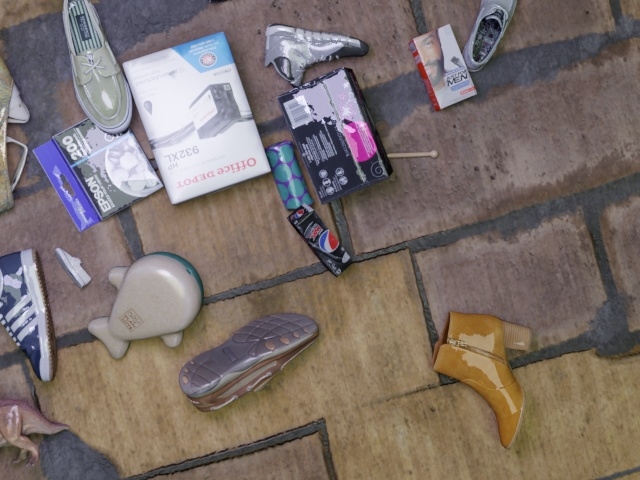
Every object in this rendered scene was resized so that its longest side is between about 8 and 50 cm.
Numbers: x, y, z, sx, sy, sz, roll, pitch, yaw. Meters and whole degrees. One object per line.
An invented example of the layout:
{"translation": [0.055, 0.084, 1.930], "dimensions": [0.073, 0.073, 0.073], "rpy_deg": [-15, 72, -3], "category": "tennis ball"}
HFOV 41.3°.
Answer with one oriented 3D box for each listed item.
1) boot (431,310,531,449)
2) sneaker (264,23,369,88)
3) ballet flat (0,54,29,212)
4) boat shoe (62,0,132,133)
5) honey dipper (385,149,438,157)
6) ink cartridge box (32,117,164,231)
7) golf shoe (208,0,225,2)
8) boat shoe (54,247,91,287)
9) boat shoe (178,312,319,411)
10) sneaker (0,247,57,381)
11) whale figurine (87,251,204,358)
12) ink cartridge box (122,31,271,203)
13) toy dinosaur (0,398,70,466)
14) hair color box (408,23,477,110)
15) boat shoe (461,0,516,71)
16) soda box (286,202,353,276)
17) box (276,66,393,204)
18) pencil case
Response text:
{"translation": [0.355, 0.313, 1.924], "dimensions": [0.211, 0.104, 0.295], "rpy_deg": [8, 86, -3], "category": "boot"}
{"translation": [-0.015, -0.389, 1.851], "dimensions": [0.229, 0.086, 0.132], "rpy_deg": [10, 96, 2], "category": "sneaker"}
{"translation": [-0.663, -0.226, 1.760], "dimensions": [0.123, 0.123, 0.348], "rpy_deg": [6, 91, -8], "category": "ballet flat"}
{"translation": [-0.474, -0.366, 1.754], "dimensions": [0.109, 0.094, 0.302], "rpy_deg": [-21, 85, -5], "category": "boat shoe"}
{"translation": [0.187, -0.193, 1.906], "dimensions": [0.161, 0.030, 0.030], "rpy_deg": [-3, 93, -9], "category": "honey dipper"}
{"translation": [-0.476, -0.154, 1.813], "dimensions": [0.208, 0.045, 0.206], "rpy_deg": [-30, 96, -4], "category": "ink cartridge box"}
{"translation": [-0.181, -0.589, 1.822], "dimensions": [0.198, 0.077, 0.094], "rpy_deg": [-41, 91, -14], "category": "golf shoe"}
{"translation": [-0.529, 0.053, 1.823], "dimensions": [0.035, 0.035, 0.100], "rpy_deg": [-39, 93, -32], "category": "boat shoe"}
{"translation": [-0.150, 0.265, 1.851], "dimensions": [0.324, 0.123, 0.116], "rpy_deg": [-25, 129, -14], "category": "boat shoe"}
{"translation": [-0.645, 0.166, 1.774], "dimensions": [0.153, 0.099, 0.282], "rpy_deg": [-10, 87, -12], "category": "sneaker"}
{"translation": [-0.367, 0.136, 1.813], "dimensions": [0.272, 0.141, 0.216], "rpy_deg": [-40, 97, 20], "category": "whale figurine"}
{"translation": [-0.258, -0.252, 1.794], "dimensions": [0.223, 0.129, 0.307], "rpy_deg": [-19, 95, -7], "category": "ink cartridge box"}
{"translation": [-0.684, 0.378, 1.774], "dimensions": [0.296, 0.127, 0.200], "rpy_deg": [-8, 87, -13], "category": "toy dinosaur"}
{"translation": [0.273, -0.385, 1.897], "dimensions": [0.093, 0.053, 0.167], "rpy_deg": [-24, 94, -5], "category": "hair color box"}
{"translation": [0.386, -0.484, 1.893], "dimensions": [0.079, 0.081, 0.227], "rpy_deg": [24, 90, -8], "category": "boat shoe"}
{"translation": [0.000, 0.000, 1.844], "dimensions": [0.053, 0.060, 0.169], "rpy_deg": [-42, 121, -6], "category": "soda box"}
{"translation": [0.034, -0.223, 1.814], "dimensions": [0.163, 0.142, 0.247], "rpy_deg": [-22, 94, 13], "category": "box"}
{"translation": [-0.068, -0.142, 1.856], "dimensions": [0.064, 0.070, 0.151], "rpy_deg": [-15, 99, 28], "category": "pencil case"}
